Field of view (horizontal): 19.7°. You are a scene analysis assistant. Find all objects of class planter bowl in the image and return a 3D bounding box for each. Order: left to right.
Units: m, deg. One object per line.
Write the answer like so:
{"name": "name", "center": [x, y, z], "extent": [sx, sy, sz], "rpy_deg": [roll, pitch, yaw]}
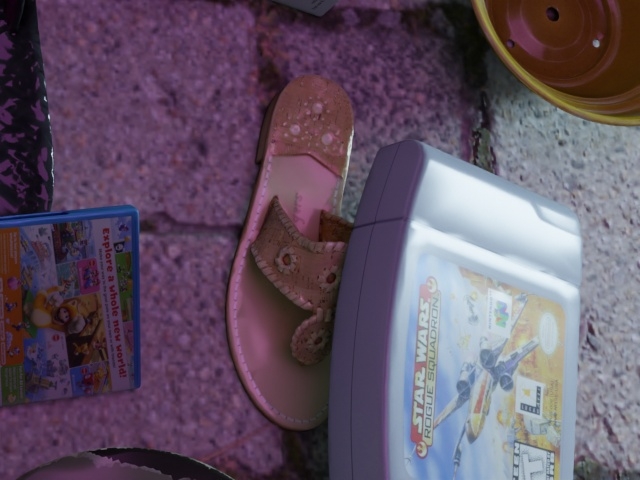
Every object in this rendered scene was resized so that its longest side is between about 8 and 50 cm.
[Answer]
{"name": "planter bowl", "center": [0.181, -0.173, 1.305], "extent": [0.217, 0.090, 0.217], "rpy_deg": [5, 75, -20]}

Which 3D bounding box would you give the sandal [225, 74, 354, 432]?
{"name": "sandal", "center": [-0.006, -0.001, 1.195], "extent": [0.088, 0.079, 0.240], "rpy_deg": [9, 74, -19]}

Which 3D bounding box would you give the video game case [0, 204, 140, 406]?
{"name": "video game case", "center": [-0.191, 0.043, 1.119], "extent": [0.166, 0.015, 0.119], "rpy_deg": [-6, 108, -22]}

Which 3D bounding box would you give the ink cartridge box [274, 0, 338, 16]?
{"name": "ink cartridge box", "center": [-0.055, -0.244, 1.242], "extent": [0.175, 0.072, 0.127], "rpy_deg": [17, 71, -16]}

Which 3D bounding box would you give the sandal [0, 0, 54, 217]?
{"name": "sandal", "center": [-0.238, -0.201, 1.141], "extent": [0.167, 0.107, 0.446], "rpy_deg": [-9, 81, -22]}

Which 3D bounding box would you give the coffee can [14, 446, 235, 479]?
{"name": "coffee can", "center": [-0.136, 0.227, 0.980], "extent": [0.201, 0.275, 0.201], "rpy_deg": [5, 75, -20]}

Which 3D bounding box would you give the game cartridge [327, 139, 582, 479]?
{"name": "game cartridge", "center": [0.089, 0.095, 1.181], "extent": [0.198, 0.062, 0.297], "rpy_deg": [22, 67, -47]}
